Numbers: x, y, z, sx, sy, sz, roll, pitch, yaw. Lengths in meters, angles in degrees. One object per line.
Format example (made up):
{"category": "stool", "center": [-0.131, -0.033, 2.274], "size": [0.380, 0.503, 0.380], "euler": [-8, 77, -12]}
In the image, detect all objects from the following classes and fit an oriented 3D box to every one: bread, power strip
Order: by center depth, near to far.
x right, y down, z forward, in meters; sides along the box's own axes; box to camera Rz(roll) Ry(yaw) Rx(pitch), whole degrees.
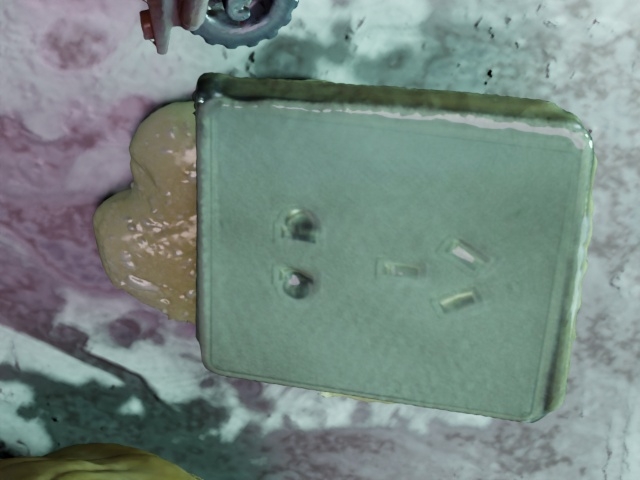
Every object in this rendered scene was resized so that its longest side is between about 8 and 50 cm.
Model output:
{"category": "power strip", "center": [0.038, -0.004, 0.786], "size": [0.213, 0.064, 0.198], "euler": [7, 124, 6]}
{"category": "bread", "center": [0.000, 0.000, 0.849], "size": [0.251, 0.039, 0.182], "euler": [27, 120, -18]}

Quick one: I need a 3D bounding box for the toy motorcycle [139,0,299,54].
{"category": "toy motorcycle", "center": [-0.076, -0.183, 0.698], "size": [0.118, 0.084, 0.212], "euler": [-11, 129, -4]}

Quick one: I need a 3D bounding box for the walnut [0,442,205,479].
{"category": "walnut", "center": [-0.159, 0.268, 0.901], "size": [0.277, 0.252, 0.313], "euler": [32, 108, -21]}
